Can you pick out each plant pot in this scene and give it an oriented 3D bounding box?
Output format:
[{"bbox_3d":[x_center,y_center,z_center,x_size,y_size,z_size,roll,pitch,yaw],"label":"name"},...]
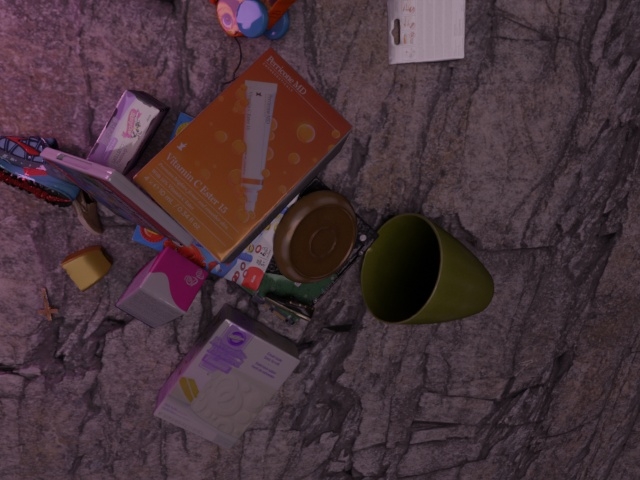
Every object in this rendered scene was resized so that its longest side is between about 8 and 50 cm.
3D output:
[{"bbox_3d":[0.303,0.099,1.123,0.293,0.275,0.275,16,104,-32],"label":"plant pot"},{"bbox_3d":[0.000,0.000,1.014,0.236,0.032,0.236,-16,120,-30],"label":"plant pot"},{"bbox_3d":[-0.539,0.057,1.020,0.083,0.081,0.081,-32,111,-12],"label":"plant pot"}]

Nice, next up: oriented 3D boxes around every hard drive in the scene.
[{"bbox_3d":[-0.047,0.031,1.114,0.237,0.064,0.339,40,96,-20],"label":"hard drive"}]

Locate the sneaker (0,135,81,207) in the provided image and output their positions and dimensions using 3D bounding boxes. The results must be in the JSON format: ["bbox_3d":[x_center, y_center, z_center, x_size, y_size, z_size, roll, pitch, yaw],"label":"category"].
[{"bbox_3d":[-0.623,-0.173,0.932,0.262,0.104,0.125,28,61,-5],"label":"sneaker"}]

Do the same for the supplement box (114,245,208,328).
[{"bbox_3d":[-0.365,0.113,0.987,0.114,0.220,0.111,37,55,-20],"label":"supplement box"}]

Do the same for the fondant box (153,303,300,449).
[{"bbox_3d":[-0.249,0.369,1.167,0.238,0.096,0.330,35,97,-19],"label":"fondant box"}]

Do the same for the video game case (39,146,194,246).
[{"bbox_3d":[-0.391,-0.084,0.832,0.025,0.285,0.204,-57,141,-18],"label":"video game case"}]

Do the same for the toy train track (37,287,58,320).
[{"bbox_3d":[-0.665,0.155,1.059,0.048,0.014,0.083,-5,103,-2],"label":"toy train track"}]

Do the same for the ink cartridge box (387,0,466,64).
[{"bbox_3d":[0.249,-0.496,1.026,0.179,0.045,0.145,-2,109,8],"label":"ink cartridge box"}]

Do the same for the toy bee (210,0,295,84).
[{"bbox_3d":[-0.154,-0.473,0.882,0.298,0.195,0.162,-41,86,15],"label":"toy bee"}]

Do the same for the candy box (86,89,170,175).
[{"bbox_3d":[-0.390,-0.220,0.893,0.070,0.196,0.165,32,98,-21],"label":"candy box"}]

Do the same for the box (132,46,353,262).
[{"bbox_3d":[-0.139,-0.150,0.842,0.215,0.168,0.345,43,83,-2],"label":"box"}]

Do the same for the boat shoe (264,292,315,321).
[{"bbox_3d":[-0.078,0.161,1.097,0.133,0.049,0.042,25,73,-11],"label":"boat shoe"}]

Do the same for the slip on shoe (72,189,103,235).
[{"bbox_3d":[-0.531,-0.075,0.993,0.041,0.051,0.135,-24,103,2],"label":"slip on shoe"}]

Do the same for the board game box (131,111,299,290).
[{"bbox_3d":[-0.221,-0.084,0.991,0.302,0.086,0.308,23,98,-6],"label":"board game box"}]
